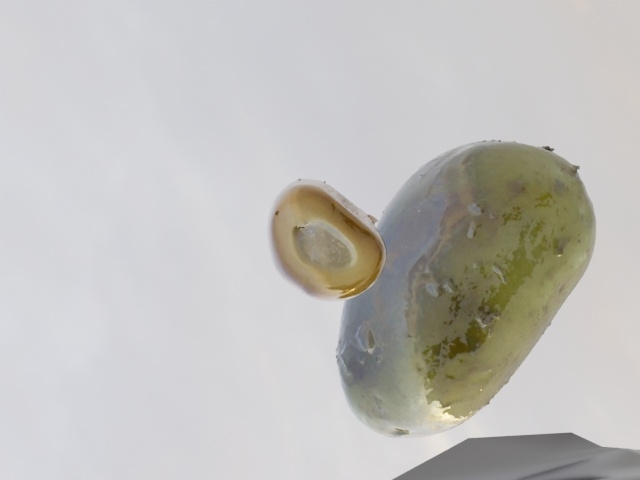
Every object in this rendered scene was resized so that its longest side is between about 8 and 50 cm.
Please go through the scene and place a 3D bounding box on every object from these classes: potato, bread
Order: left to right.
[{"bbox_3d":[-0.001,-0.001,0.960,0.062,0.049,0.103,40,-176,-6],"label":"bread"},{"bbox_3d":[0.124,0.041,1.810,0.210,0.307,0.173,19,163,46],"label":"potato"}]

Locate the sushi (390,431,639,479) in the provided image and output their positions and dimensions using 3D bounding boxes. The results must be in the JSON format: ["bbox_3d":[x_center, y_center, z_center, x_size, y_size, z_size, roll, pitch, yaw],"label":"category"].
[{"bbox_3d":[0.148,0.230,1.102,0.215,0.227,0.212,-12,-80,-62],"label":"sushi"}]
